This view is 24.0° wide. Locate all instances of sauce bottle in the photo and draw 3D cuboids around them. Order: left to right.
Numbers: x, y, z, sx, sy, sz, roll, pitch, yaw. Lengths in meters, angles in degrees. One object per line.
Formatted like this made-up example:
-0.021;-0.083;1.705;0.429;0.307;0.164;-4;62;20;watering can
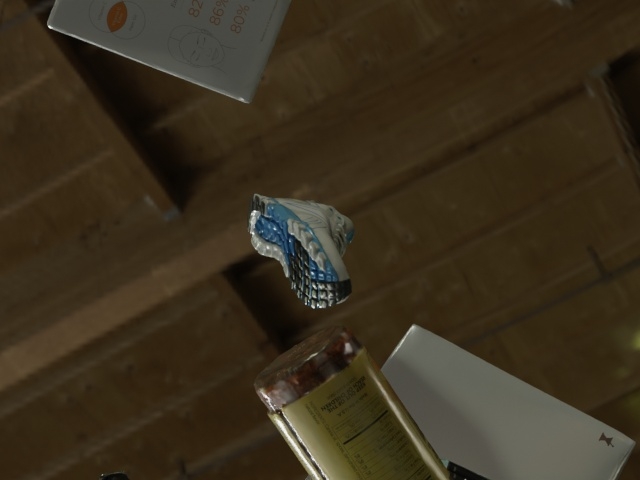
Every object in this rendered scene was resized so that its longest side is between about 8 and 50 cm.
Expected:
0.027;0.090;0.517;0.042;0.042;0.128;-31;-82;10;sauce bottle

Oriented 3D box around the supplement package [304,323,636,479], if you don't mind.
0.088;0.236;1.170;0.204;0.262;0.145;28;-38;14;supplement package

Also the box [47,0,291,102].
-0.110;-0.204;1.191;0.171;0.091;0.130;21;-75;-7;box

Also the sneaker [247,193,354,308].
0.000;0.000;1.378;0.083;0.190;0.071;-7;-63;-20;sneaker

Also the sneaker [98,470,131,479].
-0.110;0.185;0.673;0.170;0.051;0.089;-57;-24;0;sneaker

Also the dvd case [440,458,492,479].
0.090;0.158;0.971;0.119;0.087;0.013;31;-107;-37;dvd case
